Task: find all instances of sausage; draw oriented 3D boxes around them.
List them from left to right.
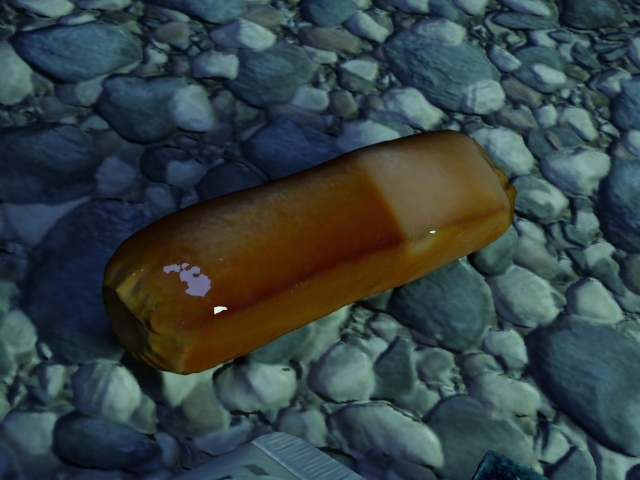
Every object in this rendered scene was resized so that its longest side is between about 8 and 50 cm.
[{"bbox_3d":[0.000,0.000,0.811,0.300,0.083,0.089,-19,53,-36],"label":"sausage"}]

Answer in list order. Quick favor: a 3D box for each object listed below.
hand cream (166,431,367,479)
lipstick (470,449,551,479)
[{"bbox_3d":[-0.087,0.173,0.601,0.314,0.089,0.139,-19,31,-40],"label":"hand cream"},{"bbox_3d":[0.036,0.225,0.610,0.051,0.051,0.312,28,46,11],"label":"lipstick"}]
